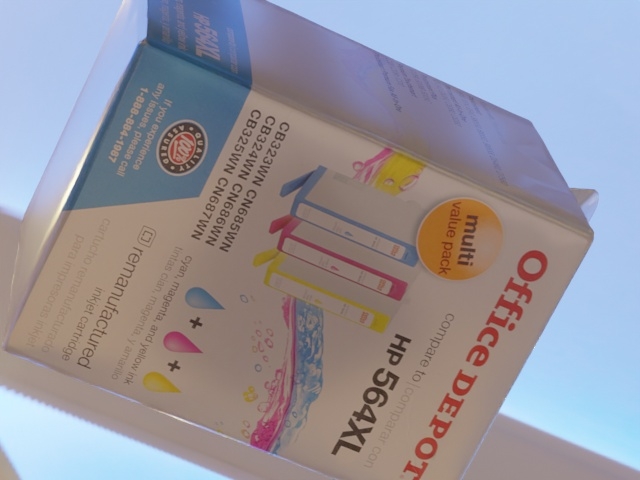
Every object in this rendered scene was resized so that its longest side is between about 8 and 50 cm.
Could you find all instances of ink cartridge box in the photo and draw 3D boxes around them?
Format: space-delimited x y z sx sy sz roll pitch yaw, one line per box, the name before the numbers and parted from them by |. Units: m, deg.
ink cartridge box | 0.000 0.000 0.522 0.143 0.090 0.092 22 -71 -13
